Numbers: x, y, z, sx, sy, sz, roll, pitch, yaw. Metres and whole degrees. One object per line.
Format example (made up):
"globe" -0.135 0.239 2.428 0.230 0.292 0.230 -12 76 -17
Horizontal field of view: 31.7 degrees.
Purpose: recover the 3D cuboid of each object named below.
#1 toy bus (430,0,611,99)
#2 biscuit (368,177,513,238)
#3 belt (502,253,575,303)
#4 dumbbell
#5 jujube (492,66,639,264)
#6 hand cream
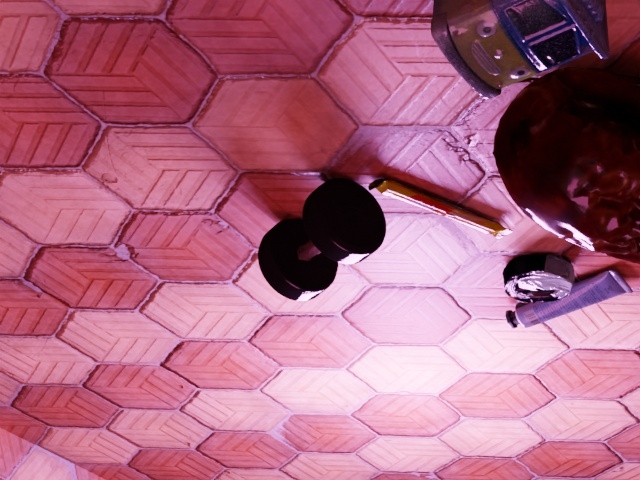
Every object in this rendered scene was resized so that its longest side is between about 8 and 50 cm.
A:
"toy bus" 0.233 -0.343 1.340 0.190 0.312 0.152 -16 142 31
"biscuit" 0.220 -0.058 2.039 0.292 0.026 0.048 20 163 -23
"belt" 0.423 0.072 2.193 0.140 0.058 0.105 -1 141 13
"dumbbell" 0.000 0.000 2.031 0.152 0.152 0.218 21 143 -25
"jujube" 0.455 -0.113 1.716 0.377 0.276 0.276 19 144 -24
"hand cream" 0.495 0.124 2.270 0.256 0.055 0.088 -22 132 30
